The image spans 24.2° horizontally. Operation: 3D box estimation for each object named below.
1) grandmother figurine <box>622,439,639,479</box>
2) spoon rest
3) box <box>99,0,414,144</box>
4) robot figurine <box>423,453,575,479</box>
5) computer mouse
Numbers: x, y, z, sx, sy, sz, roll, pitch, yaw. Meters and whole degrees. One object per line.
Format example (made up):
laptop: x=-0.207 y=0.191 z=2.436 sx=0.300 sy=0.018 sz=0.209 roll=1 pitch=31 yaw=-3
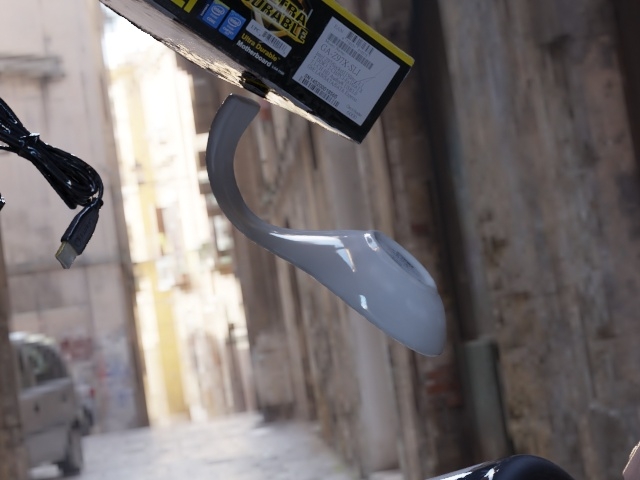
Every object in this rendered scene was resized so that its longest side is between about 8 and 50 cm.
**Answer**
grandmother figurine: x=0.251 y=0.017 z=0.758 sx=0.104 sy=0.342 sz=0.208 roll=11 pitch=28 yaw=-9
spoon rest: x=0.000 y=0.000 z=1.237 sx=0.084 sy=0.276 sz=0.137 roll=-47 pitch=-18 yaw=13
box: x=-0.113 y=-0.194 z=1.088 sx=0.257 sy=0.079 sz=0.322 roll=30 pitch=1 yaw=-30
robot figurine: x=0.094 y=0.241 z=1.010 sx=0.278 sy=0.174 sz=0.209 roll=-23 pitch=-52 yaw=35
computer mouse: x=-0.309 y=-0.010 z=1.321 sx=0.060 sy=0.184 sz=0.262 roll=-51 pitch=8 yaw=46
